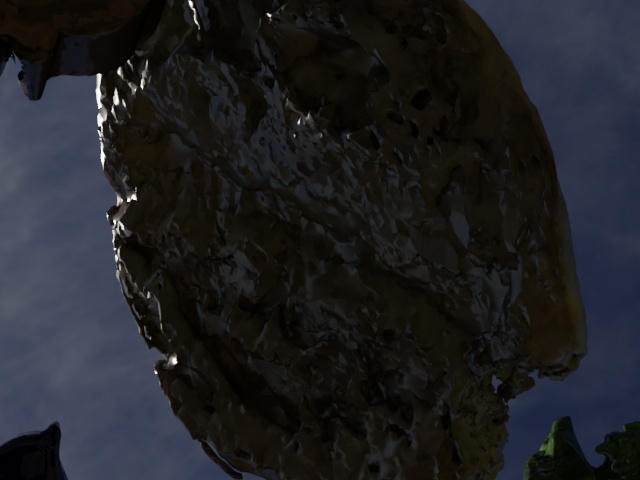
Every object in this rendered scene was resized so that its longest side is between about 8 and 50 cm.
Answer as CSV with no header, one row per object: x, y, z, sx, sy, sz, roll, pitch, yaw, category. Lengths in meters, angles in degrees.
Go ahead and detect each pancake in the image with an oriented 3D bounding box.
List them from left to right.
-0.001,0.000,0.833,0.382,0.071,0.382,15,-66,38,pancake

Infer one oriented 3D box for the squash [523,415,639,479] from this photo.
0.261,0.117,0.492,0.379,0.101,0.101,10,-84,21,squash

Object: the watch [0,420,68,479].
-0.264,0.273,1.036,0.171,0.200,0.196,-13,-74,-3,watch

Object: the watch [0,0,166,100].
-0.249,-0.219,0.645,0.335,0.327,0.314,-25,-122,-28,watch
